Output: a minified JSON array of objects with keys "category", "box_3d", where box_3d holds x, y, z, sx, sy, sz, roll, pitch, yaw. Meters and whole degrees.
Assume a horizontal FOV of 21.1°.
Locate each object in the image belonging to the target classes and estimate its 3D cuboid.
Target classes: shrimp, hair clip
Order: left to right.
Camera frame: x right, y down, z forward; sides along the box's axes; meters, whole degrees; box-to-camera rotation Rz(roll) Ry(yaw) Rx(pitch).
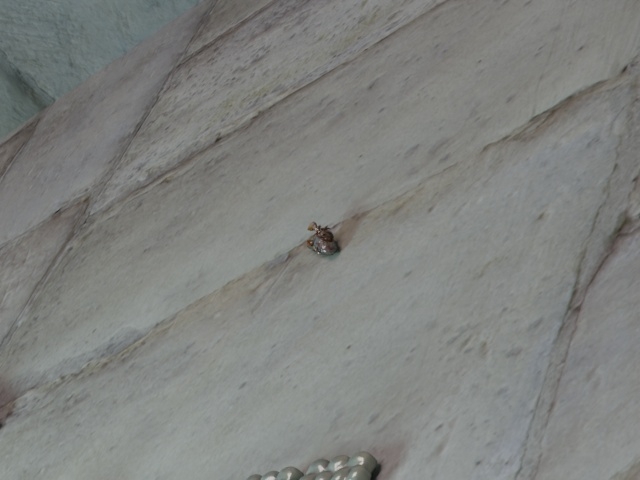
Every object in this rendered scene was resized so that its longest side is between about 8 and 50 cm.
[{"category":"hair clip","box_3d":[-0.046,0.281,1.701,0.220,0.054,0.140,-20,25,42]},{"category":"shrimp","box_3d":[-0.001,-0.004,2.176,0.029,0.038,0.092,-5,8,-21]}]
